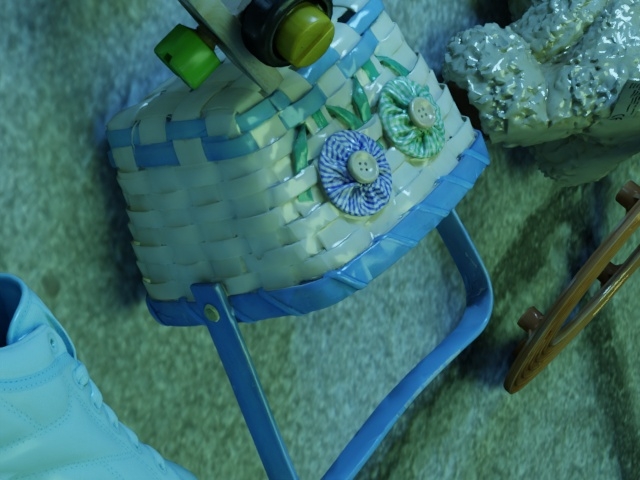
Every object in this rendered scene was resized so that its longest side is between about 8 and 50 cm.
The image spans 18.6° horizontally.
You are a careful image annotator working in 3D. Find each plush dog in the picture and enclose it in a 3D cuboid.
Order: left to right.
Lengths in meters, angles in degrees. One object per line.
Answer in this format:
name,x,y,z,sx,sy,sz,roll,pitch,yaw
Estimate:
plush dog,0.226,-0.192,1.649,0.262,0.211,0.225,19,55,-58

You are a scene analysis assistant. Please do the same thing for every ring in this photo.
ring,0.265,0.000,1.722,0.336,0.032,0.336,-47,167,-14

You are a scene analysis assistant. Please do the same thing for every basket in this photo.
basket,0.000,0.000,1.317,0.255,0.201,0.289,-47,124,-41

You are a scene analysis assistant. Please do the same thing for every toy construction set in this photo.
toy construction set,-0.045,-0.209,1.210,0.237,0.257,0.309,-55,175,-2

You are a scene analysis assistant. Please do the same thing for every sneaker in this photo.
sneaker,-0.169,0.103,1.155,0.366,0.135,0.150,25,80,-56
